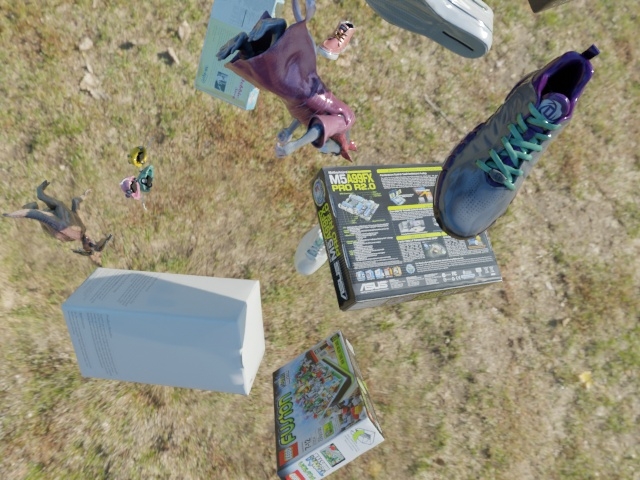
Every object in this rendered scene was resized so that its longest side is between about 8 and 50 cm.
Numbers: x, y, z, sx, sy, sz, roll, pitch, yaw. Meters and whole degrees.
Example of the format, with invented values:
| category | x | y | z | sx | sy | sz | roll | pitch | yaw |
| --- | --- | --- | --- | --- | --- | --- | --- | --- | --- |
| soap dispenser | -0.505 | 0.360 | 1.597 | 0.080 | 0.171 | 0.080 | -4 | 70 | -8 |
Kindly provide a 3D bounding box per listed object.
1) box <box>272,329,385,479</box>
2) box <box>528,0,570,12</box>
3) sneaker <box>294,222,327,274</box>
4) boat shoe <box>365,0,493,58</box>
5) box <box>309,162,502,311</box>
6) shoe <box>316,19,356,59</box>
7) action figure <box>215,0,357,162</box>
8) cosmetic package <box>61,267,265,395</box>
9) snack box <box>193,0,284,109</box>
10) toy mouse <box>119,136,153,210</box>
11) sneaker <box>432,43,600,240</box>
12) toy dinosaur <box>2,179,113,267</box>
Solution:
| category | x | y | z | sx | sy | sz | roll | pitch | yaw |
| --- | --- | --- | --- | --- | --- | --- | --- | --- | --- |
| box | 0.000 | 0.193 | 0.669 | 0.114 | 0.207 | 0.036 | -33 | 107 | 3 |
| box | 0.584 | -0.634 | 0.831 | 0.480 | 0.472 | 0.297 | -22 | 90 | -8 |
| sneaker | 0.000 | 0.000 | 1.340 | 0.080 | 0.094 | 0.212 | 36 | 106 | 0 |
| boat shoe | 0.148 | -0.336 | 0.783 | 0.226 | 0.083 | 0.075 | 23 | 73 | -28 |
| box | 0.136 | -0.014 | 0.887 | 0.270 | 0.060 | 0.216 | -6 | 71 | -25 |
| shoe | 0.045 | -0.559 | 1.553 | 0.063 | 0.081 | 0.178 | 31 | 33 | 3 |
| action figure | -0.030 | -0.318 | 1.203 | 0.275 | 0.248 | 0.370 | -46 | 121 | 10 |
| cosmetic package | -0.312 | 0.185 | 1.160 | 0.366 | 0.155 | 0.196 | 4 | 119 | 8 |
| snack box | -0.241 | -0.565 | 1.628 | 0.187 | 0.060 | 0.321 | 26 | 115 | 11 |
| toy mouse | -0.400 | -0.130 | 1.219 | 0.031 | 0.143 | 0.161 | 7 | 34 | 6 |
| sneaker | 0.193 | -0.103 | 0.564 | 0.083 | 0.098 | 0.223 | 35 | 79 | 1 |
| toy dinosaur | -0.648 | -0.032 | 1.441 | 0.127 | 0.296 | 0.200 | -34 | 77 | 9 |
